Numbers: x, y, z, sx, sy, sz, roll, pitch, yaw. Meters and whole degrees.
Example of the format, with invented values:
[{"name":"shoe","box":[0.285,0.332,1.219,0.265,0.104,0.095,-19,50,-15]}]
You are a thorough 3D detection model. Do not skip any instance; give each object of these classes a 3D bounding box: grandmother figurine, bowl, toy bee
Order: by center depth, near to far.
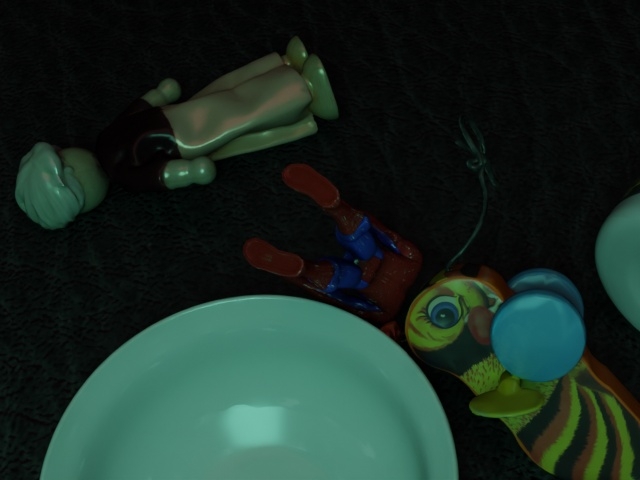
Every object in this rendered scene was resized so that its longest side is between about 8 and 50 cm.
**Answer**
[{"name":"bowl","box":[-0.047,0.197,0.677,0.298,0.134,0.297,-3,54,5]},{"name":"toy bee","box":[0.136,0.077,0.730,0.162,0.195,0.298,-31,70,19]},{"name":"grandmother figurine","box":[-0.156,-0.105,0.942,0.342,0.104,0.208,-23,27,-7]}]

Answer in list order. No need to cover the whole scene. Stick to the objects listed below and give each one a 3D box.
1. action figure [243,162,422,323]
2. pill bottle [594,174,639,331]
[{"name":"action figure","box":[0.000,0.000,0.743,0.139,0.280,0.091,29,88,27]},{"name":"pill bottle","box":[0.402,-0.059,0.783,0.188,0.188,0.334,32,62,26]}]
